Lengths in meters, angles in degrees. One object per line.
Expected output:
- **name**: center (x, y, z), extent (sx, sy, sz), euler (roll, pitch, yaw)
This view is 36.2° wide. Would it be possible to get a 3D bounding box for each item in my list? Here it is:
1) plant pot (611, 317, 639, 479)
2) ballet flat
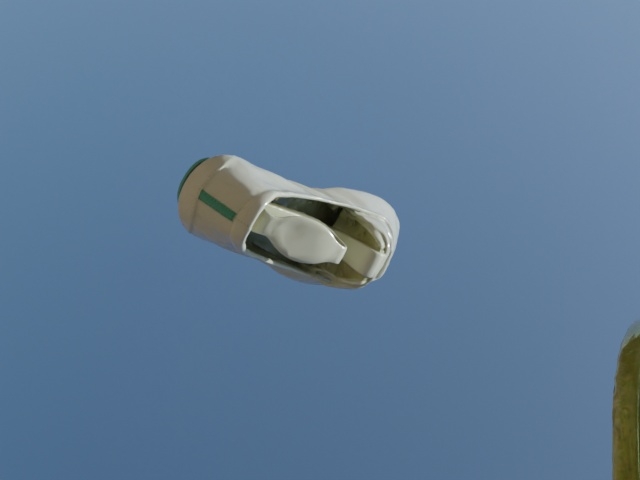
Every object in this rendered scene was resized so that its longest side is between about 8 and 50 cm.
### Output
- **plant pot**: center (0.292, 0.156, 0.435), extent (0.254, 0.276, 0.276), euler (-10, -139, 28)
- **ballet flat**: center (0.000, 0.000, 1.177), extent (0.139, 0.400, 0.139), euler (-10, -106, 36)
